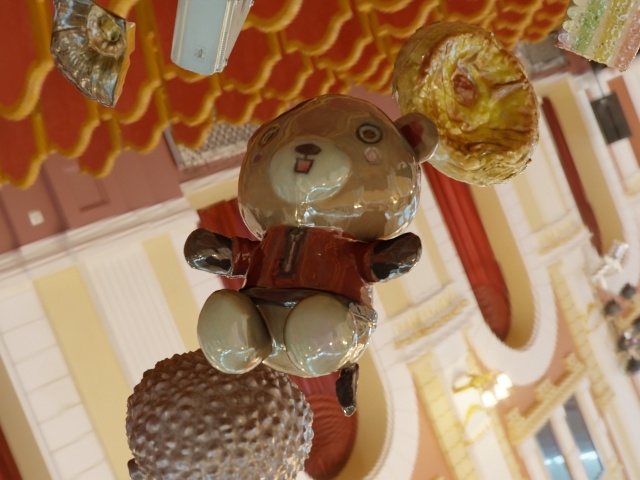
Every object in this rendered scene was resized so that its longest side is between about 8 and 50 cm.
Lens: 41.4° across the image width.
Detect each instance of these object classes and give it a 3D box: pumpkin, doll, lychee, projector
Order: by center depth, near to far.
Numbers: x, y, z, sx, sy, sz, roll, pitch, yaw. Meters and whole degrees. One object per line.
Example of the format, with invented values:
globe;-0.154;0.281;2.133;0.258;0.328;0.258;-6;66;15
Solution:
pumpkin;-0.194;-0.172;0.724;0.035;0.073;0.101;-59;176;-48
doll;0.000;0.000;0.863;0.235;0.330;0.174;0;152;24
lychee;-0.152;0.297;1.275;0.300;0.300;0.300;-22;-178;1
projector;-0.181;-0.456;1.550;0.198;0.108;0.250;111;-3;-49

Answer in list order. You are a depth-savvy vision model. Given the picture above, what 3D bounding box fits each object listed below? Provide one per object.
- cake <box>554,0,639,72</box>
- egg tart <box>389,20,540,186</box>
cake;0.380;-0.305;1.109;0.225;0.109;0.090;94;19;-53
egg tart;0.228;-0.217;1.392;0.295;0.295;0.116;-23;-178;-30
